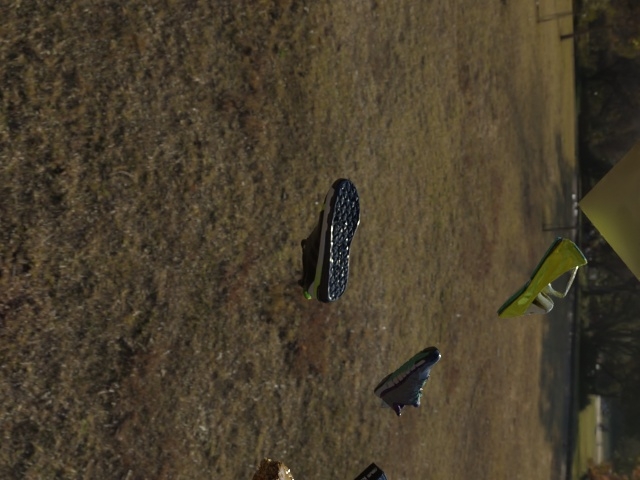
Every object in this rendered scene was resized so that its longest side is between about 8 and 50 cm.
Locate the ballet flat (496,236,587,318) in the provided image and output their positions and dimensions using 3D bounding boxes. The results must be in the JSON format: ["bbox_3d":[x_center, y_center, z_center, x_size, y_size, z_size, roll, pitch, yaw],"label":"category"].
[{"bbox_3d":[0.425,0.094,1.100,0.077,0.077,0.231,-29,153,-44],"label":"ballet flat"}]

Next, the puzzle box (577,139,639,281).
[{"bbox_3d":[0.611,0.019,0.882,0.052,0.272,0.409,-20,66,-22],"label":"puzzle box"}]

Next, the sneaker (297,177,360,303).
[{"bbox_3d":[0.000,0.000,1.021,0.084,0.097,0.235,-5,109,-50],"label":"sneaker"}]

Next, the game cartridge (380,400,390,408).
[{"bbox_3d":[0.192,0.414,1.507,0.017,0.055,0.083,70,21,-10],"label":"game cartridge"}]

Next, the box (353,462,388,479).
[{"bbox_3d":[0.076,0.586,1.189,0.190,0.045,0.184,-34,122,-21],"label":"box"}]

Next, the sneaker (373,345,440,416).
[{"bbox_3d":[0.227,0.335,1.353,0.098,0.224,0.083,48,41,8],"label":"sneaker"}]

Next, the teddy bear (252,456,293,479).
[{"bbox_3d":[-0.067,0.655,1.276,0.338,0.113,0.245,59,11,-29],"label":"teddy bear"}]
